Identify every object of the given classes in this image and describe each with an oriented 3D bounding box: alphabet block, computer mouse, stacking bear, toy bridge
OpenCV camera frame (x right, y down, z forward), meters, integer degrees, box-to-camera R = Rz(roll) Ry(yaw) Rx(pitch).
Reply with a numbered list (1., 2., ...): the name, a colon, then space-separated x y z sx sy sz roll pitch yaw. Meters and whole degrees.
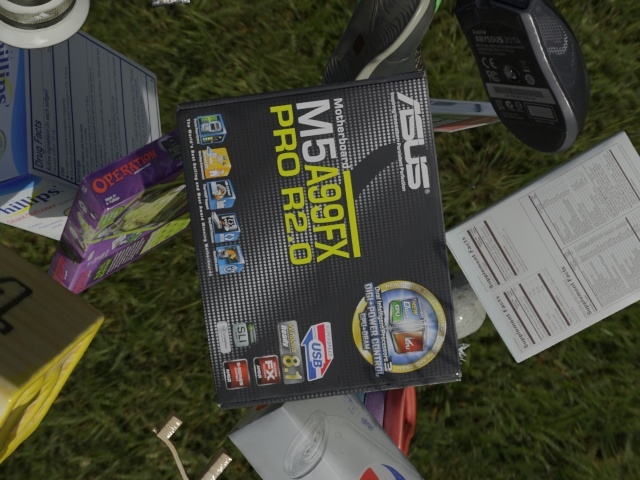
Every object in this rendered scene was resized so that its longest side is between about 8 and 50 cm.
1. alphabet block: -0.375 0.120 0.976 0.197 0.193 0.192 36 116 0
2. computer mouse: 0.217 -0.213 0.994 0.072 0.188 0.272 -43 127 -20
3. stacking bear: 0.017 0.305 1.742 0.289 0.175 0.164 3 119 14
4. toy bridge: -0.138 0.291 1.212 0.188 0.026 0.063 40 90 -13

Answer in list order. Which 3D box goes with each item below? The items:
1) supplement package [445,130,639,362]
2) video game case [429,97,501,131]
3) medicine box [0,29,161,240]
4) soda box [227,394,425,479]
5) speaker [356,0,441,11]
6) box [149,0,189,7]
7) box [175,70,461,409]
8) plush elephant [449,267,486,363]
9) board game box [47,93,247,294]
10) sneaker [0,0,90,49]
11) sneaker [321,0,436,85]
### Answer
1. supplement package: 0.337 0.002 1.297 0.263 0.199 0.198 -31 87 16
2. video game case: 0.145 -0.203 1.551 0.285 0.204 0.025 0 89 -26
3. medicine box: -0.367 -0.152 1.372 0.149 0.289 0.263 -18 68 26
4. soda box: 0.043 0.263 0.960 0.098 0.091 0.286 -34 96 41
5. speaker: 0.107 -0.413 1.377 0.131 0.296 0.131 0 128 0
6. box: -0.269 -0.436 1.679 0.067 0.083 0.018 -12 129 -12
7. box: 0.000 0.000 0.842 0.216 0.060 0.270 -7 96 2
8. plush elephant: 0.175 0.101 1.665 0.330 0.255 0.272 36 62 -9
9. board game box: -0.204 -0.040 1.124 0.208 0.347 0.056 -37 88 -29
10. sneaker: -0.341 -0.439 0.948 0.169 0.257 0.447 -22 82 -17
11. sneaker: 0.097 -0.238 1.149 0.118 0.222 0.083 -6 68 -31
